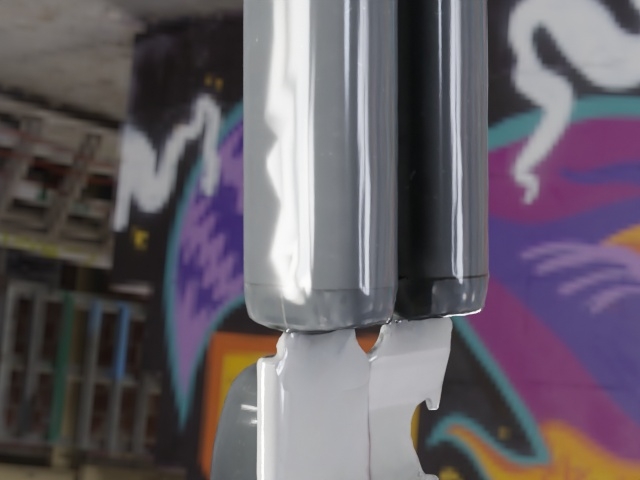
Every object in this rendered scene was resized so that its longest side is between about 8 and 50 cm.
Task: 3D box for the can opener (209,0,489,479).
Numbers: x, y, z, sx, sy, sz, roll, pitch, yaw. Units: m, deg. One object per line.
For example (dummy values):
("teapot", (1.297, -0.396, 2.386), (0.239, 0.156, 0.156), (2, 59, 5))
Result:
("can opener", (0.000, 0.000, 0.496), (0.093, 0.280, 0.074), (9, -171, 42))
